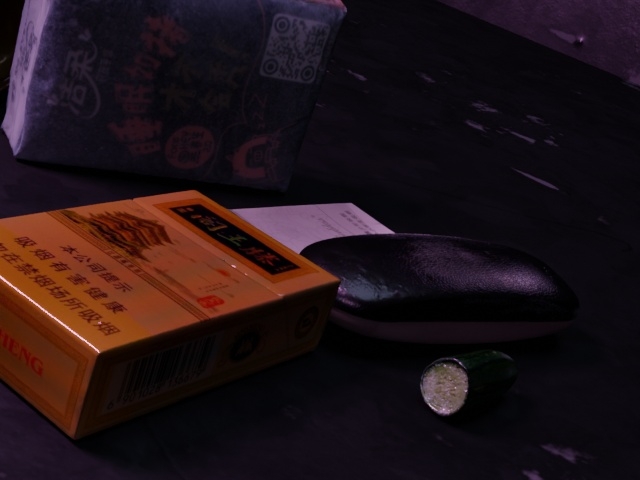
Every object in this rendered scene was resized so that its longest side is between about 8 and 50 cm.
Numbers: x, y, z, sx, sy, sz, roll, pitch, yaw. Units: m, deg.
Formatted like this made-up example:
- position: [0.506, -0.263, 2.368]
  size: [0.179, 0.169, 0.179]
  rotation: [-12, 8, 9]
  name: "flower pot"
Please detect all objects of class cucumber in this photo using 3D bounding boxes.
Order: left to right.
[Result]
- position: [0.130, 0.116, 0.929]
  size: [0.048, 0.048, 0.105]
  rotation: [34, 24, 32]
  name: "cucumber"

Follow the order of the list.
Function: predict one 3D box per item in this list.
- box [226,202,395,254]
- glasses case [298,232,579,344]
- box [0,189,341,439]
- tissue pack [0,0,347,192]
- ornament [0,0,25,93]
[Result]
- position: [0.000, 0.000, 1.115]
  size: [0.109, 0.029, 0.198]
  rotation: [35, 26, 35]
  name: "box"
- position: [0.115, 0.045, 1.041]
  size: [0.315, 0.075, 0.122]
  rotation: [2, 29, -37]
  name: "glasses case"
- position: [-0.135, 0.042, 0.846]
  size: [0.174, 0.076, 0.274]
  rotation: [33, 26, 27]
  name: "box"
- position: [-0.150, -0.178, 1.143]
  size: [0.316, 0.227, 0.103]
  rotation: [6, 26, -29]
  name: "tissue pack"
- position: [-0.416, -0.273, 1.191]
  size: [0.218, 0.221, 0.235]
  rotation: [31, -19, 19]
  name: "ornament"
